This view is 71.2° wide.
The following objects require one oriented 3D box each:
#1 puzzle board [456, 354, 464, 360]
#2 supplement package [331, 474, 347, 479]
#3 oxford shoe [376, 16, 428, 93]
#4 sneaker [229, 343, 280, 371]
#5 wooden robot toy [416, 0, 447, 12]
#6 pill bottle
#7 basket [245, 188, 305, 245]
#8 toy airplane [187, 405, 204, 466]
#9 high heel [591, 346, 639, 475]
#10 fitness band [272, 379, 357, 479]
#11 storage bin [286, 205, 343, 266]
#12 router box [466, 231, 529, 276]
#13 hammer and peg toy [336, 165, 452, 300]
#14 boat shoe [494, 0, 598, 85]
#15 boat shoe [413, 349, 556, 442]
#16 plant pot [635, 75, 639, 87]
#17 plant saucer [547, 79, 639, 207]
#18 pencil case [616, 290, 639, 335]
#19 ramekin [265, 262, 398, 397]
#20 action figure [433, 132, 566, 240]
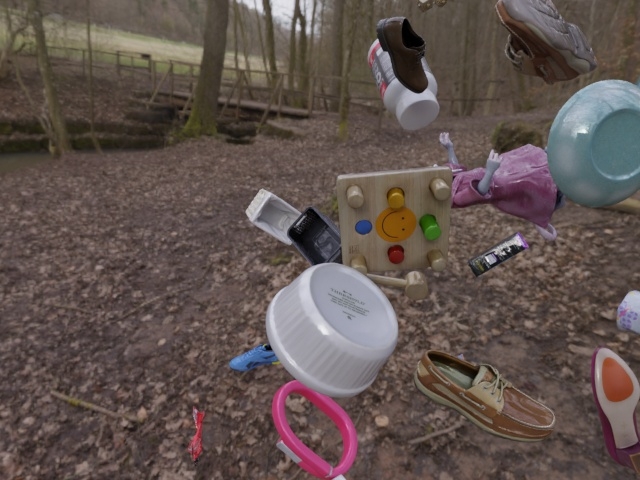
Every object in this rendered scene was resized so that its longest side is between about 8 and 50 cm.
[{"bbox_3d":[0.491,0.487,1.617,0.011,0.096,0.128,13,55,-33],"label":"puzzle board"},{"bbox_3d":[0.071,0.748,1.041,0.175,0.177,0.293,-18,26,-31],"label":"supplement package"},{"bbox_3d":[0.237,-0.479,1.175,0.096,0.082,0.227,10,-26,46],"label":"oxford shoe"},{"bbox_3d":[-0.219,0.392,1.543,0.209,0.082,0.069,-13,29,5],"label":"sneaker"},{"bbox_3d":[0.294,-0.620,1.065,0.079,0.173,0.076,56,14,29],"label":"wooden robot toy"},{"bbox_3d":[0.276,-0.520,1.468,0.176,0.176,0.318,1,56,-24],"label":"pill bottle"},{"bbox_3d":[-0.147,-0.079,1.458,0.167,0.113,0.103,34,1,-32],"label":"basket"},{"bbox_3d":[-0.335,0.531,1.217,0.028,0.151,0.151,7,19,-24],"label":"toy airplane"},{"bbox_3d":[0.872,0.498,1.350,0.127,0.377,0.181,-13,-4,6],"label":"high heel"},{"bbox_3d":[-0.015,0.515,1.228,0.291,0.054,0.209,43,34,-8],"label":"fitness band"},{"bbox_3d":[0.000,0.000,1.338,0.180,0.122,0.084,48,12,33],"label":"storage bin"},{"bbox_3d":[0.427,0.034,1.088,0.046,0.133,0.179,59,17,11],"label":"router box"},{"bbox_3d":[0.168,0.008,1.053,0.266,0.361,0.127,-4,30,1],"label":"hammer and peg toy"},{"bbox_3d":[0.428,-0.378,0.880,0.324,0.123,0.116,9,-24,-39],"label":"boat shoe"},{"bbox_3d":[0.377,0.356,1.051,0.324,0.119,0.122,17,37,24],"label":"boat shoe"},{"bbox_3d":[0.866,-0.362,0.983,0.293,0.235,0.293,10,15,-3],"label":"plant pot"},{"bbox_3d":[0.445,-0.144,0.678,0.195,0.194,0.037,7,10,-9],"label":"plant saucer"},{"bbox_3d":[0.850,0.206,1.038,0.124,0.113,0.273,5,10,-34],"label":"pencil case"},{"bbox_3d":[0.035,0.165,0.905,0.273,0.127,0.273,25,35,-19],"label":"ramekin"},{"bbox_3d":[0.441,-0.146,1.222,0.370,0.275,0.248,-7,29,4],"label":"action figure"}]
